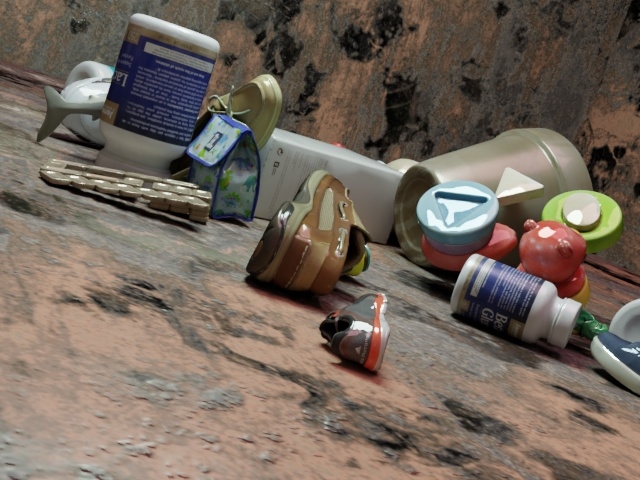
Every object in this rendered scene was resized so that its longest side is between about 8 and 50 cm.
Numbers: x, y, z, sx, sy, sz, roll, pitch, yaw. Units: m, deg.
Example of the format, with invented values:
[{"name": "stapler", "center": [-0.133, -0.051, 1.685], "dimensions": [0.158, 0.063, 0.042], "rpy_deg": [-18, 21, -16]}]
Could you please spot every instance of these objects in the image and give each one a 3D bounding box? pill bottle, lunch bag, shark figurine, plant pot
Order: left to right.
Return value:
[{"name": "shark figurine", "center": [-0.347, -0.224, 1.638], "dimensions": [0.166, 0.116, 0.278], "rpy_deg": [21, 33, 39]}, {"name": "pill bottle", "center": [-0.441, -0.309, 2.117], "dimensions": [0.146, 0.146, 0.264], "rpy_deg": [26, 11, 38]}, {"name": "pill bottle", "center": [-0.274, -0.223, 1.525], "dimensions": [0.153, 0.265, 0.153], "rpy_deg": [18, 7, -2]}, {"name": "lunch bag", "center": [-0.155, -0.120, 1.497], "dimensions": [0.096, 0.151, 0.129], "rpy_deg": [6, 15, -32]}, {"name": "plant pot", "center": [0.306, -0.052, 1.761], "dimensions": [0.280, 0.323, 0.323], "rpy_deg": [-4, 18, -26]}, {"name": "pill bottle", "center": [0.281, 0.091, 1.331], "dimensions": [0.169, 0.094, 0.094], "rpy_deg": [22, 9, 20]}, {"name": "pill bottle", "center": [0.535, 0.151, 1.432], "dimensions": [0.121, 0.121, 0.221], "rpy_deg": [25, 10, 34]}]

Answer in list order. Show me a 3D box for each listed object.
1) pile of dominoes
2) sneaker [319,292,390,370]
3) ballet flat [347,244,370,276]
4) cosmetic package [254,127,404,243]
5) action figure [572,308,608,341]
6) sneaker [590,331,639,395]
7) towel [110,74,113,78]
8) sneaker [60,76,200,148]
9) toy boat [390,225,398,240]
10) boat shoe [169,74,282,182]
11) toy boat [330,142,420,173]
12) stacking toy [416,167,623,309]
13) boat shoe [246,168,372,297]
[{"name": "pile of dominoes", "center": [-0.287, -0.069, 1.364], "dimensions": [0.251, 0.040, 0.196], "rpy_deg": [9, 10, -9]}, {"name": "sneaker", "center": [0.032, 0.083, 0.946], "dimensions": [0.065, 0.061, 0.158], "rpy_deg": [12, 8, -3]}, {"name": "ballet flat", "center": [-0.002, -0.003, 1.405], "dimensions": [0.077, 0.077, 0.231], "rpy_deg": [-4, 19, -20]}, {"name": "cosmetic package", "center": [-0.028, -0.117, 1.777], "dimensions": [0.365, 0.155, 0.197], "rpy_deg": [13, 11, -42]}, {"name": "action figure", "center": [0.348, 0.111, 1.465], "dimensions": [0.137, 0.063, 0.232], "rpy_deg": [14, 6, -46]}, {"name": "sneaker", "center": [0.529, 0.167, 1.214], "dimensions": [0.350, 0.148, 0.131], "rpy_deg": [25, 10, 38]}, {"name": "towel", "center": [-0.395, -0.278, 1.880], "dimensions": [0.102, 0.237, 0.021], "rpy_deg": [18, 48, -30]}, {"name": "sneaker", "center": [-0.309, -0.208, 1.784], "dimensions": [0.366, 0.137, 0.210], "rpy_deg": [16, 6, -40]}, {"name": "toy boat", "center": [0.177, -0.086, 1.968], "dimensions": [0.151, 0.151, 0.231], "rpy_deg": [41, -3, -30]}, {"name": "boat shoe", "center": [-0.173, -0.179, 1.599], "dimensions": [0.089, 0.285, 0.104], "rpy_deg": [-1, 56, -48]}, {"name": "toy boat", "center": [0.134, -0.109, 2.167], "dimensions": [0.318, 0.148, 0.267], "rpy_deg": [21, -17, 1]}, {"name": "stacking toy", "center": [0.324, -0.046, 1.479], "dimensions": [0.309, 0.130, 0.279], "rpy_deg": [25, 54, 35]}, {"name": "boat shoe", "center": [0.000, 0.000, 1.220], "dimensions": [0.120, 0.122, 0.324], "rpy_deg": [28, 22, 2]}]
